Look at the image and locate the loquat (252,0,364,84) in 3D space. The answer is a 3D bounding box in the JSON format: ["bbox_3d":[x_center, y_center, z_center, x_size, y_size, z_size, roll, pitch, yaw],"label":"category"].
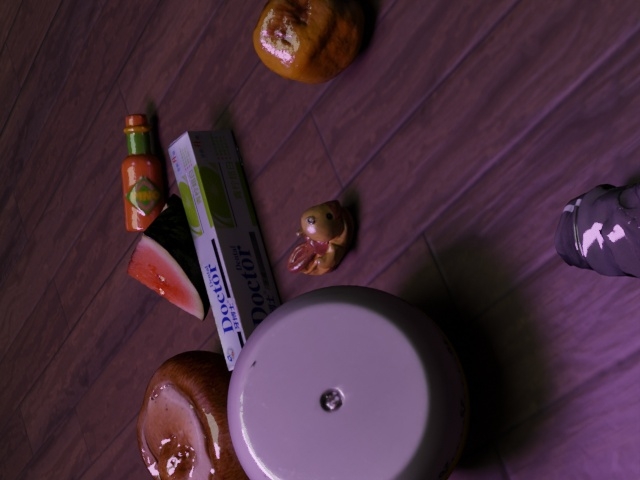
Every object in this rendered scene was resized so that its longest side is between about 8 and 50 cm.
[{"bbox_3d":[-0.012,-0.252,1.328,0.113,0.137,0.137,-102,25,-57],"label":"loquat"}]

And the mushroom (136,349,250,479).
[{"bbox_3d":[-0.161,0.277,1.600,0.253,0.153,0.253,13,109,44],"label":"mushroom"}]

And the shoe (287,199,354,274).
[{"bbox_3d":[0.001,0.004,1.401,0.109,0.069,0.072,-52,55,52],"label":"shoe"}]

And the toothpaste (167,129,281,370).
[{"bbox_3d":[-0.126,0.010,1.570,0.067,0.081,0.337,-32,70,48],"label":"toothpaste"}]

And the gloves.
[{"bbox_3d":[0.320,-0.008,0.936,0.285,0.119,0.142,-17,113,51],"label":"gloves"}]

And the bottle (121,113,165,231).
[{"bbox_3d":[-0.285,-0.107,1.783,0.069,0.069,0.187,-3,93,55],"label":"bottle"}]

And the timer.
[{"bbox_3d":[0.045,0.191,1.264,0.285,0.285,0.285,13,106,53],"label":"timer"}]

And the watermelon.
[{"bbox_3d":[-0.203,0.005,1.642,0.137,0.145,0.193,7,139,31],"label":"watermelon"}]
